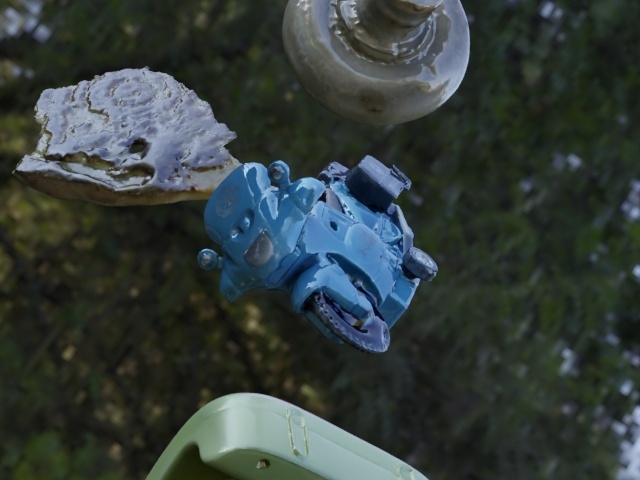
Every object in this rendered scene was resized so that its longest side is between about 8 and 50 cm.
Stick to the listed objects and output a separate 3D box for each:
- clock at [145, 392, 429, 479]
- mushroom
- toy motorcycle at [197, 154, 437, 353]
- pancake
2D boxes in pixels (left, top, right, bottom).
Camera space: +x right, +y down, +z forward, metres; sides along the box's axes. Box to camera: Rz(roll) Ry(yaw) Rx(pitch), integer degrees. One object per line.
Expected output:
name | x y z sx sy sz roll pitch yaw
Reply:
clock | -0.064 0.332 1.879 0.286 0.348 0.117 28 24 -21
mushroom | 0.061 -0.219 2.063 0.206 0.206 0.209 36 5 -4
toy motorcycle | 0.000 0.000 1.574 0.182 0.123 0.272 39 19 -1
pancake | -0.206 -0.090 2.010 0.257 0.212 0.056 40 -32 40
